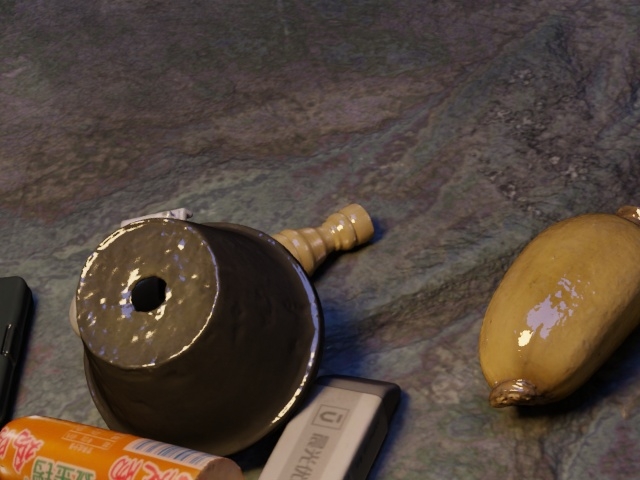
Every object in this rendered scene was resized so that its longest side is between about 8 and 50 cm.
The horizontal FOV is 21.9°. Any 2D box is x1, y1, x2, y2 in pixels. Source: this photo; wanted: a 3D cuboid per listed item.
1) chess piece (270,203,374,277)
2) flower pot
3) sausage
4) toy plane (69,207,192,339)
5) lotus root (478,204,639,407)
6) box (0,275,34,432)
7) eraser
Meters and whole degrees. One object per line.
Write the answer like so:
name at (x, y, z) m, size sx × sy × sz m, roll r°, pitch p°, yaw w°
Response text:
chess piece at (0.000, 0.000, 1.923) m, size 0.122 × 0.066 × 0.066 m, roll -28°, pitch 42°, yaw -25°
flower pot at (-0.144, 0.080, 1.664) m, size 0.269 × 0.166 × 0.269 m, roll -6°, pitch 68°, yaw 15°
sausage at (-0.223, 0.233, 1.661) m, size 0.312 × 0.093 × 0.093 m, roll 8°, pitch 43°, yaw 35°
toy plane at (-0.155, 0.068, 1.840) m, size 0.252 × 0.118 × 0.252 m, roll -4°, pitch 59°, yaw 7°
lotus root at (0.263, 0.059, 1.728) m, size 0.146 × 0.131 × 0.303 m, roll 20°, pitch 49°, yaw 31°
box at (-0.418, 0.135, 1.878) m, size 0.160 × 0.050 × 0.230 m, roll -7°, pitch 40°, yaw 7°
eraser at (-0.014, 0.249, 1.632) m, size 0.089 × 0.061 × 0.352 m, roll 7°, pitch 44°, yaw 23°
